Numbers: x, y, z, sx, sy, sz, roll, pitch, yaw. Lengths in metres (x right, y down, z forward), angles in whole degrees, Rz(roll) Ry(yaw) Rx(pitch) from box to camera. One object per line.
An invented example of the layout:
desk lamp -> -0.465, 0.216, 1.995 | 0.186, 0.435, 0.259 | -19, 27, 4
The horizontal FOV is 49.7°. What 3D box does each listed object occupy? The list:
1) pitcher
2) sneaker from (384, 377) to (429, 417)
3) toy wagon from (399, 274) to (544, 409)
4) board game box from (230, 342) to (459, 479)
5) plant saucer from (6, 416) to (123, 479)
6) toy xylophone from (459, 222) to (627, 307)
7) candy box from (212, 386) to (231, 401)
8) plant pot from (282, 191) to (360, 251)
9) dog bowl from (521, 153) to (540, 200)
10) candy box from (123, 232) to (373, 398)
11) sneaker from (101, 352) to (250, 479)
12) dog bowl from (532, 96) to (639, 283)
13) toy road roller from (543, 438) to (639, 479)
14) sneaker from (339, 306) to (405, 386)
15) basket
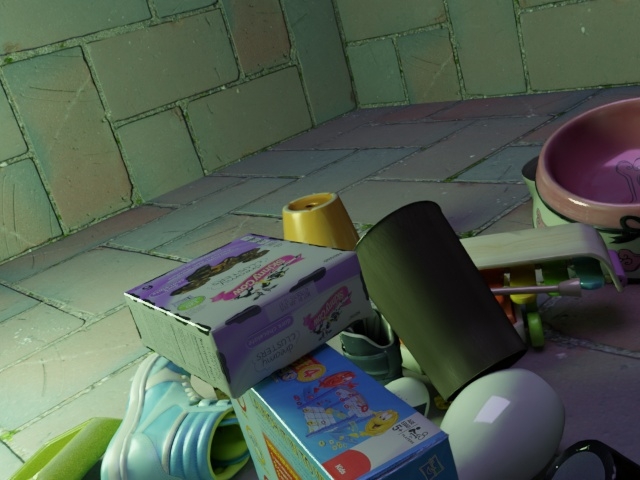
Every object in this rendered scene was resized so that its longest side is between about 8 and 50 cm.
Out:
pitcher -> 0.180, 0.248, 0.839 | 0.207, 0.125, 0.178 | -36, 10, -22
sneaker -> 0.049, 0.227, 0.871 | 0.235, 0.153, 0.094 | -28, 52, -19
toy wagon -> 0.225, 0.149, 1.135 | 0.267, 0.068, 0.344 | -11, 19, 15
board game box -> 0.026, 0.254, 0.636 | 0.086, 0.301, 0.308 | -23, 21, -20
plant saucer -> -0.402, 0.339, 1.029 | 0.188, 0.045, 0.188 | -30, 10, 30
toy xylophone -> 0.311, 0.056, 1.098 | 0.323, 0.081, 0.236 | -5, 23, 25
candy box -> -0.126, 0.216, 1.250 | 0.109, 0.053, 0.186 | -15, 18, 5
plant pot -> 0.000, 0.000, 1.546 | 0.205, 0.187, 0.205 | -14, 19, 5
dog bowl -> 0.644, -0.143, 1.574 | 0.349, 0.102, 0.348 | -14, 18, 5
candy box -> -0.075, 0.062, 0.683 | 0.165, 0.070, 0.196 | -27, 21, -31
sneaker -> -0.186, 0.266, 1.052 | 0.208, 0.127, 0.319 | -15, 28, 9
dog bowl -> 0.590, -0.116, 1.279 | 0.408, 0.150, 0.408 | -17, 37, 13
toy road roller -> 0.314, 0.249, 0.466 | 0.329, 0.203, 0.240 | -50, 11, 40
sneaker -> 0.048, 0.173, 1.066 | 0.086, 0.163, 0.226 | -30, 22, -32
basket -> 0.161, 0.089, 0.940 | 0.154, 0.226, 0.204 | -28, -23, -8
